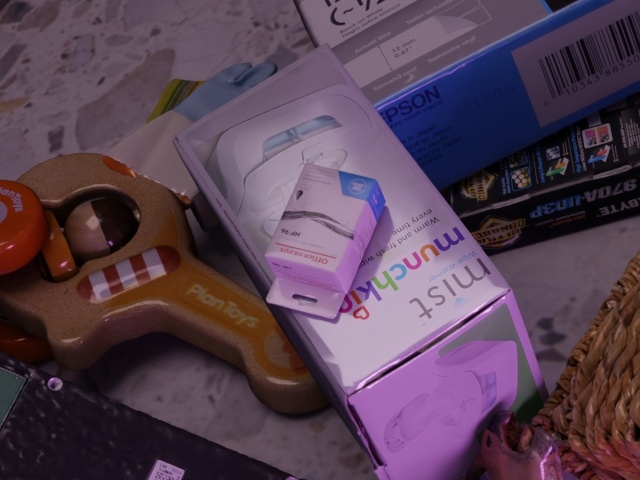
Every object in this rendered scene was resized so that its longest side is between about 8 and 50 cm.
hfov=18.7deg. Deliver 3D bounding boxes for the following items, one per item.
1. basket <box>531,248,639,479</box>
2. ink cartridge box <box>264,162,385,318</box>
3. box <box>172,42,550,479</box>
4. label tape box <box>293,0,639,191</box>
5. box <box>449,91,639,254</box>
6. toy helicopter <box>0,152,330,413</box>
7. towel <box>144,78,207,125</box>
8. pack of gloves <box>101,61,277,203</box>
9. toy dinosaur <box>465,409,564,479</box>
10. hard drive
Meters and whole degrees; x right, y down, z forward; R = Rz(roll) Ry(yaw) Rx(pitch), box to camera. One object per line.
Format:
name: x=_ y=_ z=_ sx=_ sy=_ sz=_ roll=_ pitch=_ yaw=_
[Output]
basket: x=0.322 y=0.069 z=1.213 sx=0.299 sy=0.213 sz=0.223 roll=-56 pitch=19 yaw=-24
ink cartridge box: x=0.000 y=0.000 z=1.143 sx=0.048 sy=0.028 sz=0.083 roll=13 pitch=65 yaw=22
box: x=0.037 y=0.045 z=1.279 sx=0.127 sy=0.262 sz=0.231 roll=-33 pitch=57 yaw=-4
label tape box: x=0.106 y=-0.212 z=1.556 sx=0.249 sy=0.115 sz=0.347 roll=-27 pitch=43 yaw=2
box: x=0.185 y=-0.101 z=1.528 sx=0.175 sy=0.051 sz=0.220 roll=-16 pitch=44 yaw=14
toy helicopter: x=-0.110 y=0.026 z=1.535 sx=0.355 sy=0.140 sz=0.235 roll=27 pitch=56 yaw=30
towel: x=-0.047 y=-0.103 z=1.673 sx=0.237 sy=0.021 sz=0.102 roll=2 pitch=52 yaw=28
pack of gloves: x=-0.031 y=-0.057 z=1.533 sx=0.195 sy=0.046 sz=0.232 roll=28 pitch=38 yaw=16
toy dinosaur: x=0.131 y=0.271 z=1.163 sx=0.200 sy=0.127 sz=0.295 roll=12 pitch=72 yaw=48
hard drive: x=-0.154 y=0.223 z=1.273 sx=0.339 sy=0.064 sz=0.237 roll=22 pitch=57 yaw=2
